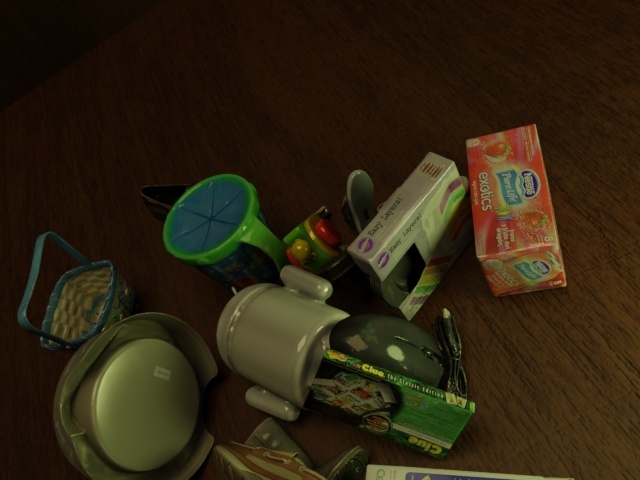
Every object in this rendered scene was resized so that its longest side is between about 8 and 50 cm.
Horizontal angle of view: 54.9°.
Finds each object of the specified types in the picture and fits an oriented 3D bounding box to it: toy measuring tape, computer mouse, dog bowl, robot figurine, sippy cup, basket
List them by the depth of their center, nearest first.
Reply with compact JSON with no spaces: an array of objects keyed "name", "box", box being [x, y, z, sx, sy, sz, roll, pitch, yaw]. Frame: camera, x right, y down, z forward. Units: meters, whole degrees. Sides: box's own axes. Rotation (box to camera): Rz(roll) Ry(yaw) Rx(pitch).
[{"name":"computer mouse","box":[0.149,0.187,1.087,0.072,0.272,0.188,128,148,-49]},{"name":"dog bowl","box":[-0.357,0.320,1.213,0.102,0.349,0.348,-12,51,37]},{"name":"robot figurine","box":[-0.065,0.204,1.220,0.354,0.200,0.299,19,91,36]},{"name":"toy measuring tape","box":[0.000,0.000,1.353,0.121,0.121,0.330,-20,7,15]},{"name":"sippy cup","box":[-0.206,0.003,1.431,0.240,0.224,0.305,-32,48,3]},{"name":"basket","box":[-0.589,0.145,1.489,0.201,0.289,0.254,-19,53,22]}]

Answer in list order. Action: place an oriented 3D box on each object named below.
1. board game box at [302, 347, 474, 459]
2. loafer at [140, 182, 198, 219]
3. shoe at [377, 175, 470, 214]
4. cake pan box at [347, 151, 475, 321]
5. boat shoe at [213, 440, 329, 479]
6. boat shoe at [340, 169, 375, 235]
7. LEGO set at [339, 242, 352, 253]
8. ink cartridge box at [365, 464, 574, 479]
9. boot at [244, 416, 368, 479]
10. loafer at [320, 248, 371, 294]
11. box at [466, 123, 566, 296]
[{"name":"board game box","box":[0.110,0.277,1.037,0.260,0.136,0.030,21,33,1]},{"name":"loafer","box":[-0.370,-0.109,1.690,0.303,0.095,0.109,1,58,30]},{"name":"shoe","box":[0.228,-0.093,1.376,0.219,0.058,0.076,-24,49,11]},{"name":"cake pan box","box":[0.188,0.002,1.202,0.070,0.245,0.267,31,74,41]},{"name":"boat shoe","box":[-0.078,0.420,1.057,0.116,0.123,0.324,-19,17,-33]},{"name":"boat shoe","box":[0.075,-0.087,1.376,0.065,0.183,0.083,-31,42,-20]},{"name":"LEGO set","box":[0.066,0.018,1.406,0.083,0.023,0.054,-32,47,4]},{"name":"ink cartridge box","box":[0.227,0.450,0.963,0.333,0.065,0.165,-5,53,24]},{"name":"boot","box":[-0.036,0.404,1.153,0.190,0.076,0.208,-44,41,-10]},{"name":"loafer","box":[0.069,0.067,1.253,0.080,0.220,0.078,-35,76,13]},{"name":"box","box":[0.379,-0.059,1.207,0.142,0.154,0.299,-11,51,21]}]
